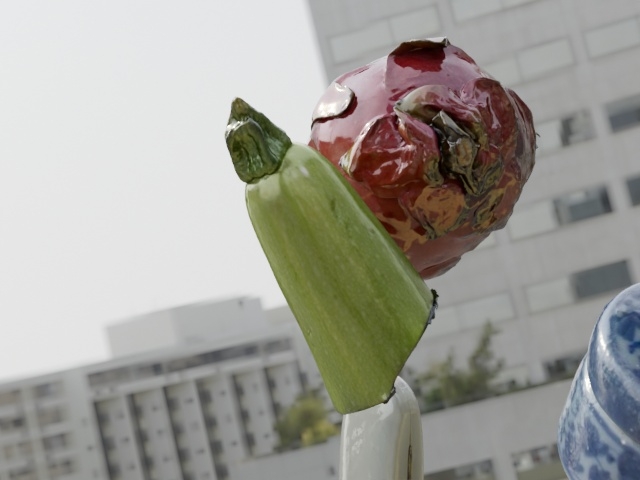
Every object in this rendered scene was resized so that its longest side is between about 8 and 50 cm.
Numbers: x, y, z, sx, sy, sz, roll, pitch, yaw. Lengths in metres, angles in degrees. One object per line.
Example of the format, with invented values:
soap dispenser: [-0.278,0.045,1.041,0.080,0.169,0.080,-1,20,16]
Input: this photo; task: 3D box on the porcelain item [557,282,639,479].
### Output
porcelain item: [0.228,0.103,0.924,0.147,0.147,0.114,-9,-48,-28]

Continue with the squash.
squash: [0.009,-0.005,1.322,0.137,0.287,0.137,-26,4,2]

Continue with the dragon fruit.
dragon fruit: [0.095,-0.080,1.503,0.250,0.250,0.315,-16,-9,19]

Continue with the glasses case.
glasses case: [0.061,0.245,1.527,0.059,0.233,0.092,-11,18,-34]
